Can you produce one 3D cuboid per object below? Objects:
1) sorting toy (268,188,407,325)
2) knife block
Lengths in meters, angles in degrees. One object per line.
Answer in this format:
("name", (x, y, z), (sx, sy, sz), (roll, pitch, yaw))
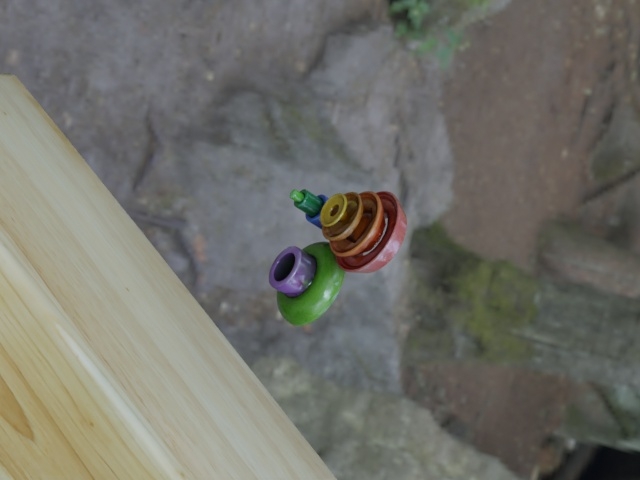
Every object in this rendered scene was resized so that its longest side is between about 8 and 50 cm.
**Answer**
("sorting toy", (0.000, 0.000, 0.765), (0.042, 0.102, 0.061), (32, 38, -31))
("knife block", (-0.131, -0.010, 0.520), (0.088, 0.276, 0.242), (-22, 116, -64))
